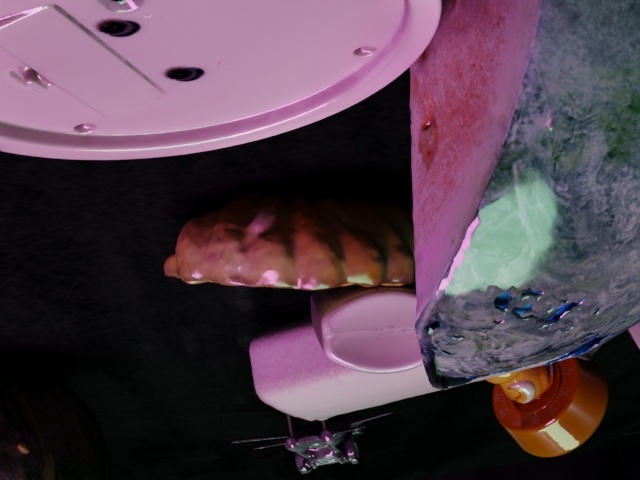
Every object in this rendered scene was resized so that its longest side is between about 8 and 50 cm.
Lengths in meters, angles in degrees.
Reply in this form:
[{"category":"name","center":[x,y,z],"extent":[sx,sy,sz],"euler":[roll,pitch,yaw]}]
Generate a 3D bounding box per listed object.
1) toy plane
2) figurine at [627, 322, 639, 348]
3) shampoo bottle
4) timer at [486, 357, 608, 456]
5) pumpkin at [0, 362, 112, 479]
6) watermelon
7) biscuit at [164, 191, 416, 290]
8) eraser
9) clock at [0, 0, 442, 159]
[{"category":"toy plane","center":[0.017,0.261,1.693],"extent":[0.212,0.088,0.267],"euler":[-12,164,13]},{"category":"figurine","center":[0.366,0.051,1.122],"extent":[0.192,0.126,0.147],"euler":[-19,147,-10]},{"category":"shampoo bottle","center":[0.037,0.054,0.930],"extent":[0.086,0.056,0.227],"euler":[-4,-178,-3]},{"category":"timer","center":[0.229,0.154,1.446],"extent":[0.132,0.132,0.152],"euler":[-21,136,36]},{"category":"pumpkin","center":[-0.337,0.218,1.154],"extent":[0.300,0.207,0.300],"euler":[-21,163,-7]},{"category":"watermelon","center":[0.128,-0.034,0.550],"extent":[0.175,0.188,0.322],"euler":[-3,169,7]},{"category":"biscuit","center":[0.000,0.000,0.822],"extent":[0.183,0.061,0.118],"euler":[-1,-176,-30]},{"category":"eraser","center":[0.095,0.089,1.135],"extent":[0.270,0.094,0.174],"euler":[-19,161,28]},{"category":"clock","center":[-0.058,-0.095,0.459],"extent":[0.197,0.068,0.197],"euler":[-8,164,-2]}]
